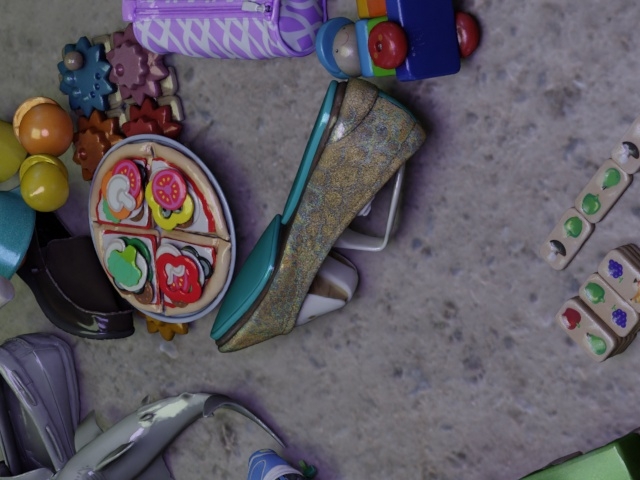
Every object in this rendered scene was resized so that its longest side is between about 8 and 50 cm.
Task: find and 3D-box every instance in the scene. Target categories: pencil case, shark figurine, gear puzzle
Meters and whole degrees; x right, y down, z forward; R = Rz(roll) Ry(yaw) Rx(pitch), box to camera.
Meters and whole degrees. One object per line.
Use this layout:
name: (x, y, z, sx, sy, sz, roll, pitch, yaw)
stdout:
pencil case: (-0.090, -0.217, 1.593, 0.206, 0.088, 0.086, 4, 100, 40)
shark figurine: (-0.170, 0.229, 1.777, 0.278, 0.166, 0.116, -30, 114, 14)
gear puzzle: (-0.205, -0.055, 1.752, 0.175, 0.044, 0.339, -8, 95, 40)

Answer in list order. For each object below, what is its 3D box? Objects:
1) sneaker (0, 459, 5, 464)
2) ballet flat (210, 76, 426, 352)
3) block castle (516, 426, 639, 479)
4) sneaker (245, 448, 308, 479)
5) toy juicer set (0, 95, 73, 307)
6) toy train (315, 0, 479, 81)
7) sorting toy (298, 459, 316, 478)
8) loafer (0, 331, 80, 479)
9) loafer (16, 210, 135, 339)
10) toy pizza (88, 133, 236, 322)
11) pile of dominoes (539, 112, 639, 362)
sneaker: (-0.348, 0.368, 1.963, 0.098, 0.083, 0.223, 8, 111, 16)
ballet flat: (0.000, 0.000, 1.560, 0.123, 0.123, 0.348, 46, 130, 22)
block castle: (0.246, 0.306, 1.313, 0.453, 0.213, 0.303, -26, 82, 30)
sneaker: (-0.050, 0.310, 1.700, 0.081, 0.080, 0.211, 49, 136, 51)
toy juicer set: (-0.332, -0.003, 1.751, 0.209, 0.089, 0.329, -17, 53, 43)
toy train: (0.047, -0.264, 1.472, 0.143, 0.105, 0.248, -1, 100, 53)
sorting toy: (0.003, 0.262, 1.677, 0.062, 0.012, 0.083, -13, 95, 45)
loafer: (-0.322, 0.267, 1.878, 0.112, 0.111, 0.319, -10, 94, 40)
loafer: (-0.276, 0.033, 1.797, 0.220, 0.080, 0.078, 38, 119, 35)
toy pizza: (-0.171, -0.009, 1.693, 0.201, 0.032, 0.201, 12, 111, 34)
pile of dominoes: (0.294, 0.002, 1.360, 0.196, 0.040, 0.251, 47, 126, 22)
